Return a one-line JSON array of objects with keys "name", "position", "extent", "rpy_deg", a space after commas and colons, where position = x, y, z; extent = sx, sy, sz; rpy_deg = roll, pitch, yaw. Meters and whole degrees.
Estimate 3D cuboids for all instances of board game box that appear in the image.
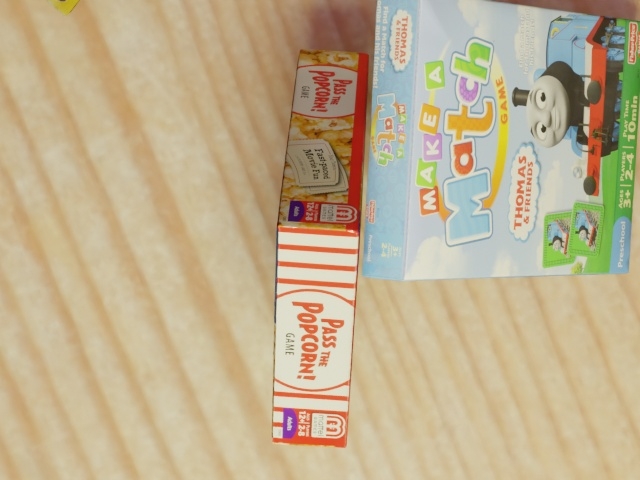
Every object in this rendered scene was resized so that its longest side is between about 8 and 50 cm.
[{"name": "board game box", "position": [0.112, -0.058, 1.052], "extent": [0.211, 0.039, 0.160], "rpy_deg": [-1, 95, -44]}, {"name": "board game box", "position": [0.000, 0.000, 1.024], "extent": [0.045, 0.193, 0.147], "rpy_deg": [3, 125, 1]}]

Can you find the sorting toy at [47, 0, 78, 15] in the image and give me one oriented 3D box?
[{"name": "sorting toy", "position": [-0.199, -0.256, 1.055], "extent": [0.132, 0.046, 0.275], "rpy_deg": [-19, 113, 26]}]
